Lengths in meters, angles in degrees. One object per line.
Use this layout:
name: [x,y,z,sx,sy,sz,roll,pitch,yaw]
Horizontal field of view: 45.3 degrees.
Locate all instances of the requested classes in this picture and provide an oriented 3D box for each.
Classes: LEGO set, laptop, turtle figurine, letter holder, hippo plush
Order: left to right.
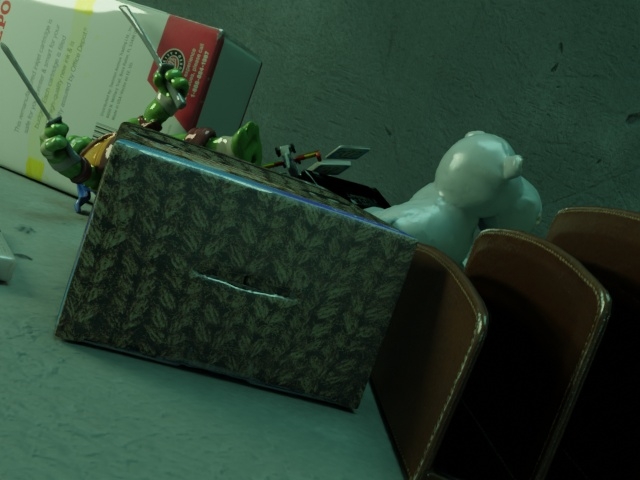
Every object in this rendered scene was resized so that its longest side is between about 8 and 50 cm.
turtle figurine: [-0.218,-0.141,0.896,0.266,0.275,0.198,15,10,24]
LEGO set: [-0.046,-0.122,1.414,0.244,0.060,0.182,-2,-18,-37]
laptop: [0.000,0.000,1.485,0.408,0.236,0.382,52,17,16]
hippo plush: [0.169,-0.046,1.074,0.294,0.236,0.234,42,0,-29]
letter holder: [0.151,0.058,0.607,0.152,0.215,0.302,19,7,-6]

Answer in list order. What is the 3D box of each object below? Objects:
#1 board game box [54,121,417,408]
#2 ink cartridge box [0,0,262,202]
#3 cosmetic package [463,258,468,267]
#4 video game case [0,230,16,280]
board game box: [-0.087,0.004,0.676,0.232,0.141,0.291,17,7,-17]
ink cartridge box: [-0.320,-0.209,1.125,0.384,0.279,0.160,21,6,15]
cosmetic package: [0.257,0.079,1.326,0.239,0.060,0.099,13,24,-44]
video game case: [-0.362,-0.022,0.613,0.201,0.023,0.183,14,9,-33]
